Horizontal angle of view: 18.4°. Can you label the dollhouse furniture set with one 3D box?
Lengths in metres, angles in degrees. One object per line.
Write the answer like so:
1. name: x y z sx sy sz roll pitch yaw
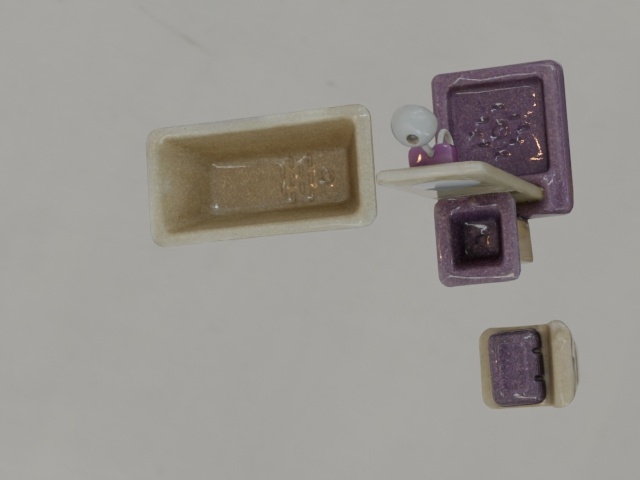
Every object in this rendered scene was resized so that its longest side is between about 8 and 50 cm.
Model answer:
1. dollhouse furniture set: 0.000 0.000 0.494 0.081 0.114 0.091 10 75 -69
